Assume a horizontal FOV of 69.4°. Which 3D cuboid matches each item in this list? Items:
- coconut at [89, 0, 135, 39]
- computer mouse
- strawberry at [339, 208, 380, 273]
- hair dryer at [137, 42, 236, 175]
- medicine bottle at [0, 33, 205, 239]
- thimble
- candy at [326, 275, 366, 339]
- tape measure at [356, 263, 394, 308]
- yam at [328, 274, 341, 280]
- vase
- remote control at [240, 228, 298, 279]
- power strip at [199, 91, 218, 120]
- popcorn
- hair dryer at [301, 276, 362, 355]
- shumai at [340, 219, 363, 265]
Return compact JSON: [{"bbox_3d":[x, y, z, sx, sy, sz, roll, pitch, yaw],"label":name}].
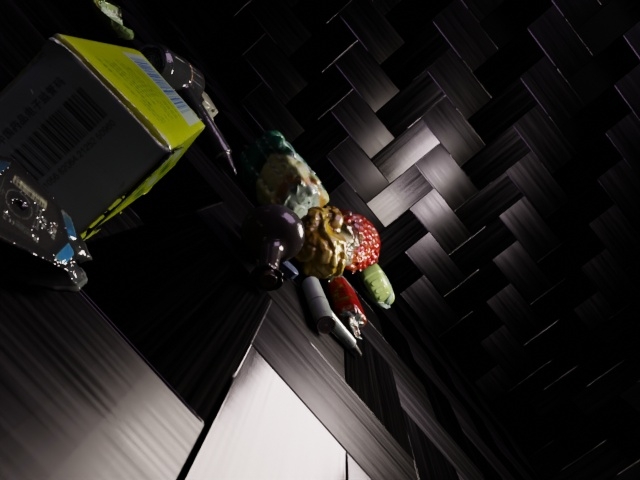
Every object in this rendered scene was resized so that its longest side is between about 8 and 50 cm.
[{"bbox_3d":[-0.533,-0.566,1.163,0.133,0.055,0.158,42,10,-42],"label":"coconut"},{"bbox_3d":[-0.227,-0.008,0.345,0.135,0.047,0.079,59,11,-50],"label":"computer mouse"},{"bbox_3d":[0.099,-0.020,1.661,0.253,0.150,0.280,33,23,18],"label":"strawberry"},{"bbox_3d":[-0.308,-0.312,1.146,0.352,0.107,0.189,57,11,5],"label":"hair dryer"},{"bbox_3d":[-0.230,-0.120,0.512,0.141,0.137,0.250,49,8,-17],"label":"medicine bottle"},{"bbox_3d":[-0.107,-0.175,1.342,0.254,0.167,0.288,42,11,-44],"label":"thimble"},{"bbox_3d":[0.064,0.158,1.159,0.086,0.059,0.292,48,9,-24],"label":"candy"},{"bbox_3d":[0.205,0.167,1.749,0.175,0.106,0.200,60,3,-29],"label":"tape measure"},{"bbox_3d":[0.043,0.098,1.375,0.043,0.043,0.094,50,8,-2],"label":"yam"},{"bbox_3d":[-0.088,0.013,0.829,0.120,0.120,0.183,46,23,-28],"label":"vase"},{"bbox_3d":[-0.105,0.025,0.953,0.152,0.027,0.043,47,15,-16],"label":"remote control"},{"bbox_3d":[-0.377,-0.439,1.497,0.175,0.042,0.075,57,10,31],"label":"power strip"},{"bbox_3d":[-0.013,0.006,1.169,0.140,0.163,0.194,19,60,-39],"label":"popcorn"},{"bbox_3d":[0.032,0.178,0.991,0.183,0.044,0.155,52,7,-30],"label":"hair dryer"},{"bbox_3d":[0.046,-0.011,1.447,0.201,0.120,0.201,29,21,-12],"label":"shumai"}]
